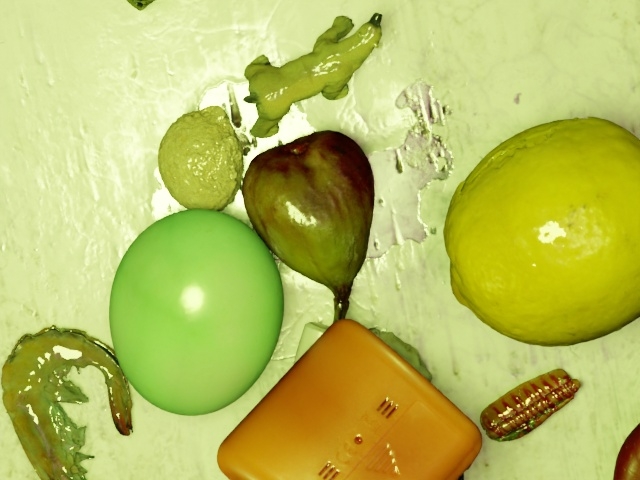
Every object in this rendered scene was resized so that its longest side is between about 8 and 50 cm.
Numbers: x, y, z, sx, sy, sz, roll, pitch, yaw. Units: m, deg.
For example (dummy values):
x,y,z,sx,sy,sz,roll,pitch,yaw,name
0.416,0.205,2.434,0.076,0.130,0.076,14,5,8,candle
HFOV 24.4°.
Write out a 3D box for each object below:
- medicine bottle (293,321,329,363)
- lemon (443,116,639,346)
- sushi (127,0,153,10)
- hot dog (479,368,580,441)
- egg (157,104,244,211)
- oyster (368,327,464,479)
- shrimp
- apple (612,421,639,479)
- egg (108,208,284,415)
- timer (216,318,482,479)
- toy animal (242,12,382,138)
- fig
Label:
x,y,z,sx,sy,sz,roll,pitch,yaw,name
-0.008,0.156,1.963,0.052,0.052,0.089,16,95,-3,medicine bottle
0.301,-0.009,1.844,0.297,0.297,0.297,0,95,-1,lemon
-0.144,-0.401,1.874,0.291,0.131,0.139,-40,93,-5,sushi
0.282,0.221,1.981,0.144,0.038,0.062,-30,95,1,hot dog
-0.152,-0.102,1.907,0.118,0.116,0.140,-5,99,22,egg
0.069,0.304,1.948,0.237,0.115,0.351,-22,104,-15,oyster
-0.322,0.230,1.968,0.173,0.058,0.253,-31,93,-7,shrimp
0.533,0.319,1.882,0.316,0.288,0.288,0,95,-14,apple
-0.156,0.093,1.869,0.220,0.220,0.270,3,111,-1,egg
0.038,0.257,1.832,0.250,0.161,0.257,41,75,10,timer
-0.010,-0.218,1.904,0.218,0.101,0.103,-26,94,1,toy animal
0.000,0.000,1.903,0.170,0.145,0.274,-14,96,-8,fig
